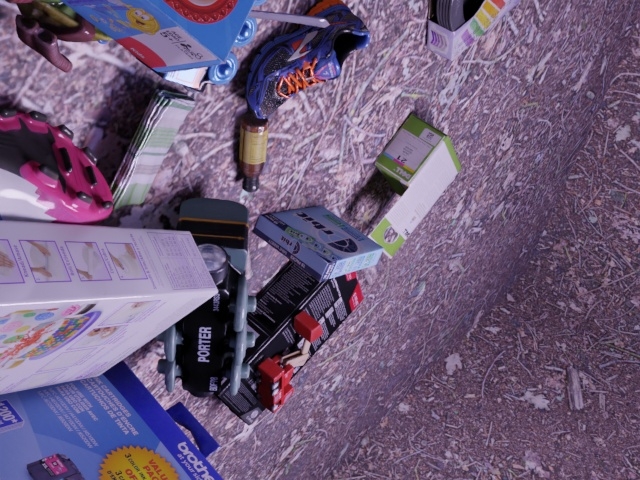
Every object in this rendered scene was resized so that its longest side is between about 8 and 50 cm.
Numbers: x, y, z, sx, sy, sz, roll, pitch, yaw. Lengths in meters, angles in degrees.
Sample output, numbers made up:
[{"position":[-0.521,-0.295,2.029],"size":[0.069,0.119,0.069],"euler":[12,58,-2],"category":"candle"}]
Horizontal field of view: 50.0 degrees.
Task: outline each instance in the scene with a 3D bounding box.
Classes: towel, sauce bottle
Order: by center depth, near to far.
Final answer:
[{"position":[-0.202,-0.107,0.830],"size":[0.152,0.023,0.113],"euler":[-62,176,11],"category":"towel"},{"position":[-0.100,-0.127,1.010],"size":[0.042,0.042,0.128],"euler":[-34,151,-36],"category":"sauce bottle"}]

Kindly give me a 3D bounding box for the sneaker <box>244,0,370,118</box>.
[{"position":[-0.018,-0.247,0.944],"size":[0.221,0.087,0.083],"euler":[-48,154,-13],"category":"sneaker"}]

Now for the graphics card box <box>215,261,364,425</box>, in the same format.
[{"position":[-0.073,0.183,1.384],"size":[0.371,0.094,0.232],"euler":[-48,155,-15],"category":"graphics card box"}]

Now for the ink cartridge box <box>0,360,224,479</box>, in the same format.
[{"position":[-0.302,0.310,0.856],"size":[0.395,0.270,0.151],"euler":[-3,130,-59],"category":"ink cartridge box"}]

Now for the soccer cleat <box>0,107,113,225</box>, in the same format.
[{"position":[-0.333,-0.060,0.640],"size":[0.143,0.116,0.331],"euler":[-28,165,12],"category":"soccer cleat"}]

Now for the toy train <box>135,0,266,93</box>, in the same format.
[{"position":[-0.126,-0.254,0.764],"size":[0.105,0.080,0.184],"euler":[3,120,-54],"category":"toy train"}]

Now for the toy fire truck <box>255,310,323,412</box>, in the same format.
[{"position":[-0.060,0.234,1.307],"size":[0.135,0.047,0.192],"euler":[-38,151,-30],"category":"toy fire truck"}]

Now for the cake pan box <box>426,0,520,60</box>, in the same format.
[{"position":[0.287,-0.481,1.201],"size":[0.267,0.070,0.245],"euler":[-42,150,-23],"category":"cake pan box"}]

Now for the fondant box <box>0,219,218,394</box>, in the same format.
[{"position":[-0.307,0.080,0.742],"size":[0.238,0.096,0.330],"euler":[-34,164,24],"category":"fondant box"}]

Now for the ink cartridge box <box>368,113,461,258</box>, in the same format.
[{"position":[0.170,-0.107,1.436],"size":[0.255,0.097,0.189],"euler":[-52,155,0],"category":"ink cartridge box"}]

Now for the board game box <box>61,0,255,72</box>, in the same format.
[{"position":[-0.122,-0.309,0.385],"size":[0.308,0.086,0.301],"euler":[33,74,-40],"category":"board game box"}]

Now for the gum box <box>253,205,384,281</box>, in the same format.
[{"position":[0.000,0.000,1.204],"size":[0.184,0.157,0.041],"euler":[-13,132,-54],"category":"gum box"}]

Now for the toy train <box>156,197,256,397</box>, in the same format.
[{"position":[-0.166,0.094,1.017],"size":[0.333,0.142,0.190],"euler":[102,-10,-48],"category":"toy train"}]

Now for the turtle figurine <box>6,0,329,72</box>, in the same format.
[{"position":[-0.179,-0.248,0.525],"size":[0.266,0.275,0.197],"euler":[-13,96,-64],"category":"turtle figurine"}]
